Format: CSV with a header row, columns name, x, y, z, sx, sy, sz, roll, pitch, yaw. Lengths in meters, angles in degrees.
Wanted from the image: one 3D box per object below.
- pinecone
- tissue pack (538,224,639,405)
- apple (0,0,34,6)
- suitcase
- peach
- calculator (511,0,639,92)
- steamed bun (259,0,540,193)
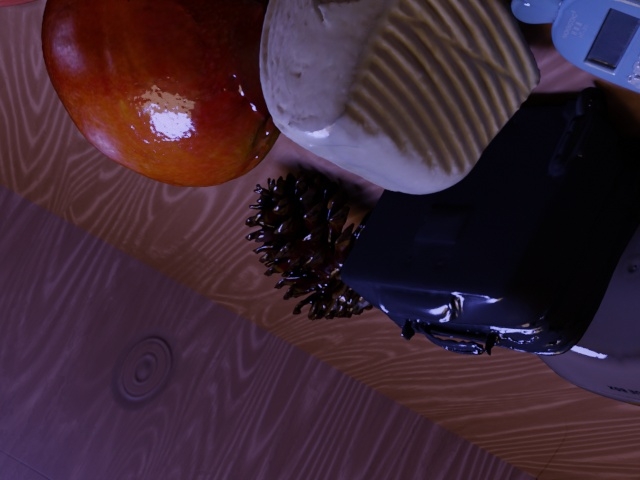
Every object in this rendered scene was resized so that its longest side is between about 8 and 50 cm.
name,x,y,z,sx,sy,sz,roll,pitch,yaw
pinecone,0.000,0.000,2.417,0.292,0.246,0.246,46,165,6
tissue pack,0.467,0.090,1.836,0.277,0.267,0.387,36,160,-35
apple,-0.315,-0.414,1.381,0.364,0.364,0.364,25,164,8
suitcase,0.217,-0.017,1.781,0.345,0.339,0.188,6,150,51
peach,-0.178,-0.240,1.777,0.372,0.373,0.290,14,-171,38
calculator,0.350,-0.211,1.501,0.302,0.042,0.188,25,165,5
steamed bun,0.064,-0.212,1.629,0.290,0.273,0.272,34,-179,-38
